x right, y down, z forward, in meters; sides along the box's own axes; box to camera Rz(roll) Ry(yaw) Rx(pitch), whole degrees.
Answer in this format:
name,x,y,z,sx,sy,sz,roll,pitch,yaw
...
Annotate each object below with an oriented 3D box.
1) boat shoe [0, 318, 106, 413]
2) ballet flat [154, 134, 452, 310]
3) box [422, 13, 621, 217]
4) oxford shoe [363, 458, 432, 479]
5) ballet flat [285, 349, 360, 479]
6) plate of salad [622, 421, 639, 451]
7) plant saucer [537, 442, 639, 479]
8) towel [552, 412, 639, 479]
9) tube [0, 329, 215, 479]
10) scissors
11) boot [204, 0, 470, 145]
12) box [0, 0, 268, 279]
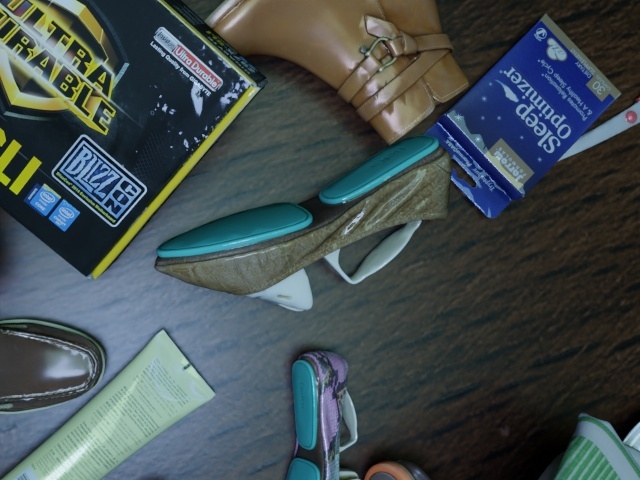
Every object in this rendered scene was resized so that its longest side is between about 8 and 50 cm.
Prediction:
name,x,y,z,sx,sy,sz,roll,pitch,yaw
boat shoe,-0.341,0.124,0.662,0.258,0.095,0.095,2,87,-13
ballet flat,0.000,0.000,0.753,0.343,0.116,0.124,-25,113,-16
box,0.239,-0.148,0.834,0.136,0.036,0.225,45,80,-3
oxford shoe,0.172,0.387,0.776,0.133,0.130,0.363,-31,92,-40
ballet flat,0.005,0.230,0.756,0.079,0.077,0.221,6,86,-32
plate of salad,0.437,0.291,0.859,0.200,0.048,0.199,-2,98,-11
plant saucer,0.294,0.415,0.713,0.401,0.101,0.400,17,62,-34
towel,0.250,0.342,0.616,0.325,0.038,0.247,-41,99,-42
tube,-0.227,0.204,0.710,0.240,0.070,0.062,-40,53,-16
scissors,0.413,-0.157,0.885,0.297,0.021,0.109,-43,97,-12
boot,0.015,-0.197,0.766,0.283,0.109,0.220,-34,99,-19
box,-0.254,-0.160,0.656,0.322,0.079,0.257,42,107,-9
